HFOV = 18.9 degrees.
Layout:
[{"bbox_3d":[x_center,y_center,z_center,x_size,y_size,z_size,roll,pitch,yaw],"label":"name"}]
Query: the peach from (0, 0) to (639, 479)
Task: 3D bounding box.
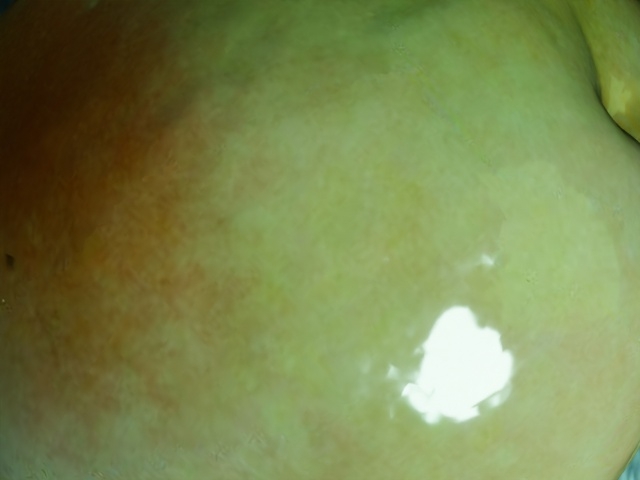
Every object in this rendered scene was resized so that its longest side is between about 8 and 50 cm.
[{"bbox_3d":[0.000,0.000,0.428,0.184,0.184,0.184,2,88,-55],"label":"peach"}]
